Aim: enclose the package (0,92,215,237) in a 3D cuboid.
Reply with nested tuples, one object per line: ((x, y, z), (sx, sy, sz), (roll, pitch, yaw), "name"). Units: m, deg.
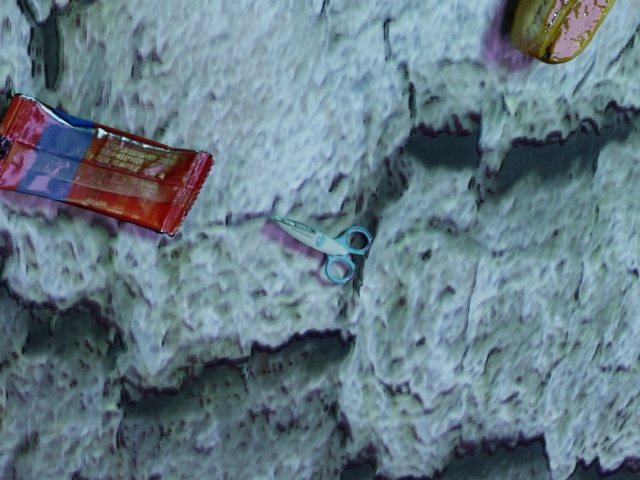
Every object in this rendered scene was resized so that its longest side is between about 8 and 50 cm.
((-0.183, -0.060, 1.561), (0.200, 0.022, 0.083), (17, 105, -38), "package")

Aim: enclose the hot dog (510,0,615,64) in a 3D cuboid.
((0.249, -0.266, 1.704), (0.092, 0.062, 0.236), (24, 104, -40), "hot dog")

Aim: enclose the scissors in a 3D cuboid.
((0.000, 0.000, 1.725), (0.119, 0.014, 0.058), (27, 95, -44), "scissors")
